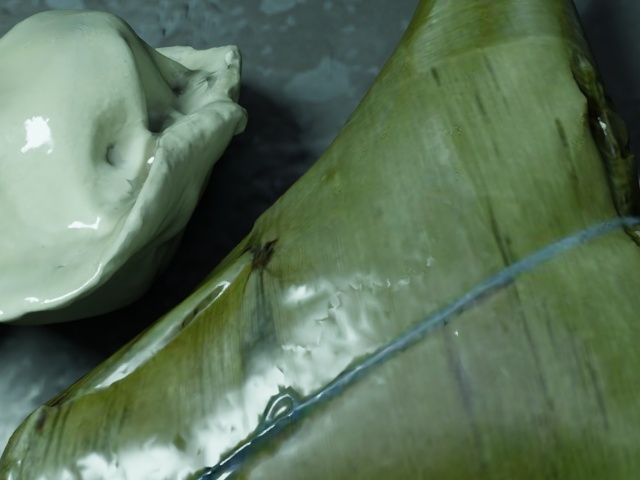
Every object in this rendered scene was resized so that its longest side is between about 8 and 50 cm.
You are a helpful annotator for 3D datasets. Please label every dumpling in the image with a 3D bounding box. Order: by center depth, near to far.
[{"bbox_3d":[-0.115,-0.035,0.609,0.162,0.132,0.250,7,32,28],"label":"dumpling"}]

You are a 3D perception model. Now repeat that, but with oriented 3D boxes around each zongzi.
[{"bbox_3d":[0.000,0.000,0.592,0.323,0.160,0.360,-12,74,-3],"label":"zongzi"}]
